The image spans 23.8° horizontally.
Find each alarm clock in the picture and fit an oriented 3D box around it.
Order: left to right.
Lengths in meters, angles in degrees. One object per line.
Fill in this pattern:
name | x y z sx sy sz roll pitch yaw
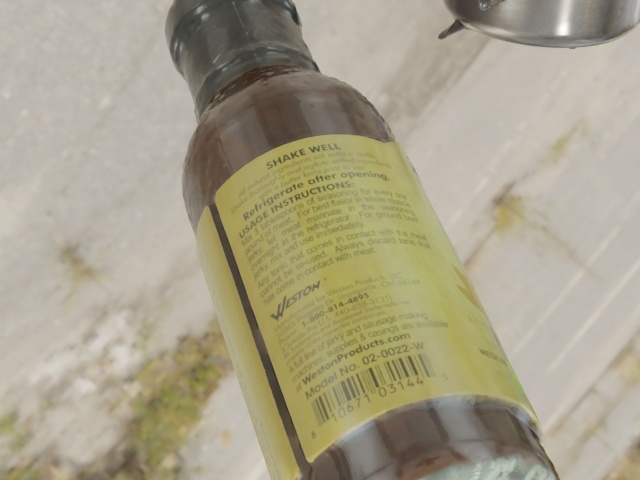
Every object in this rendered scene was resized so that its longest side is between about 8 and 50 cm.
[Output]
alarm clock | 0.161 -0.168 0.974 0.192 0.129 0.064 -11 120 -19

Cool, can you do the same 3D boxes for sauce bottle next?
sauce bottle | 0.000 0.000 0.685 0.111 0.344 0.111 -12 139 -10
